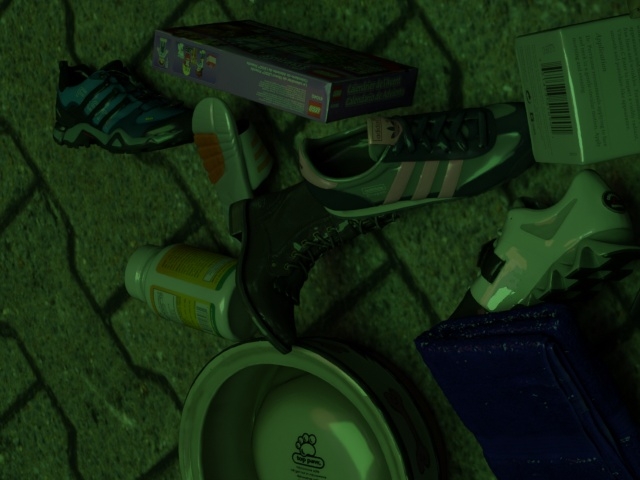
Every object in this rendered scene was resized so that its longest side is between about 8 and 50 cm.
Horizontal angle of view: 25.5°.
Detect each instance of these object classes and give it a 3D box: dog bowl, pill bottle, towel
[{"bbox_3d":[-0.001,0.318,1.994,0.408,0.150,0.408,10,107,36],"label":"dog bowl"},{"bbox_3d":[-0.185,0.070,2.089,0.208,0.117,0.118,14,109,33],"label":"pill bottle"},{"bbox_3d":[0.269,0.222,1.738,0.227,0.076,0.308,-14,119,37],"label":"towel"}]

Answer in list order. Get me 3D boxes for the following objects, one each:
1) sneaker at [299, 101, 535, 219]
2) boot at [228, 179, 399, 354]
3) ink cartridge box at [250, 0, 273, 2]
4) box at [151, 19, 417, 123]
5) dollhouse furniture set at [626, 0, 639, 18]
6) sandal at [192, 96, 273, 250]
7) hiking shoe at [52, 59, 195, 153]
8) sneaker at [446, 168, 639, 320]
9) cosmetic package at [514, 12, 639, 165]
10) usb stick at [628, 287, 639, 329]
[{"bbox_3d":[0.123,-0.113,1.759,0.319,0.131,0.112,-18,57,19],"label":"sneaker"},{"bbox_3d":[0.000,0.000,1.877,0.229,0.091,0.263,-23,61,16],"label":"boot"},{"bbox_3d":[-0.101,-0.380,1.929,0.135,0.099,0.056,37,120,25],"label":"ink cartridge box"},{"bbox_3d":[-0.048,-0.228,1.863,0.293,0.201,0.057,20,113,31],"label":"box"},{"bbox_3d":[0.495,-0.194,1.407,0.303,0.198,0.286,-12,91,-6],"label":"dollhouse furniture set"},{"bbox_3d":[-0.110,-0.096,2.029,0.102,0.076,0.265,21,134,47],"label":"sandal"},{"bbox_3d":[-0.295,-0.202,2.107,0.304,0.113,0.132,6,105,36],"label":"hiking shoe"},{"bbox_3d":[0.259,0.029,1.765,0.330,0.122,0.146,-39,58,40],"label":"sneaker"},{"bbox_3d":[0.335,-0.174,1.572,0.151,0.183,0.151,-160,59,-78],"label":"cosmetic package"},{"bbox_3d":[0.441,-0.004,1.652,0.077,0.045,0.278,36,120,33],"label":"usb stick"}]
